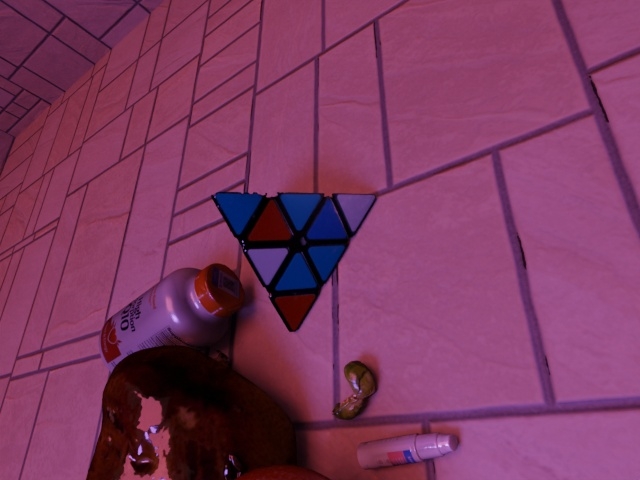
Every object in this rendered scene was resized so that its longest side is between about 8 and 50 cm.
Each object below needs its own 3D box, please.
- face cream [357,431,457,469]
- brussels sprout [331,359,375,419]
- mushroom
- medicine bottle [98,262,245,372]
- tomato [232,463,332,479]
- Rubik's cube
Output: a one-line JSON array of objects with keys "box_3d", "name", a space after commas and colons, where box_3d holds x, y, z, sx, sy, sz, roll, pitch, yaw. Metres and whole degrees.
[{"box_3d": [0.109, 0.264, 0.570, 0.130, 0.034, 0.034, -25, 54, 28], "name": "face cream"}, {"box_3d": [0.049, 0.217, 0.643, 0.050, 0.046, 0.084, 14, 87, 40], "name": "brussels sprout"}, {"box_3d": [-0.195, 0.327, 0.690, 0.344, 0.260, 0.346, -3, 70, 8], "name": "mushroom"}, {"box_3d": [-0.281, 0.153, 0.873, 0.288, 0.157, 0.157, -33, 50, 23], "name": "medicine bottle"}, {"box_3d": [-0.044, 0.390, 0.465, 0.227, 0.270, 0.271, -6, 63, 58], "name": "tomato"}, {"box_3d": [0.000, 0.000, 0.775, 0.234, 0.284, 0.250, -24, 78, 4], "name": "Rubik's cube"}]
